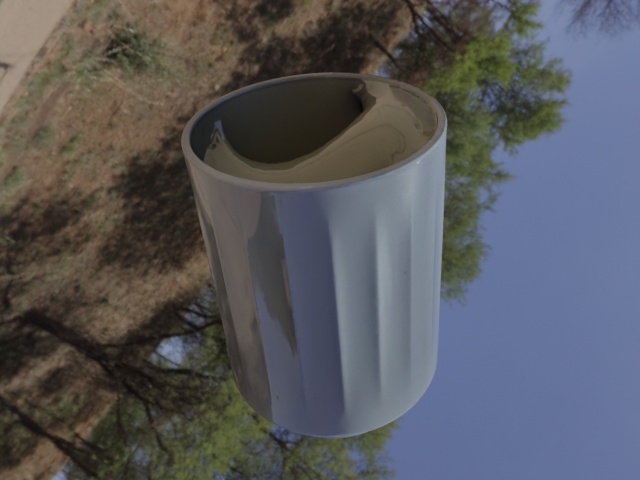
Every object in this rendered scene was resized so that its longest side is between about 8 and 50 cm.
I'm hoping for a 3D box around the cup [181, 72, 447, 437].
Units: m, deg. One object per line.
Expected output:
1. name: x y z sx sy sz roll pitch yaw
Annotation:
1. cup: 0.000 0.000 0.644 0.323 0.236 0.327 -100 -177 -53
